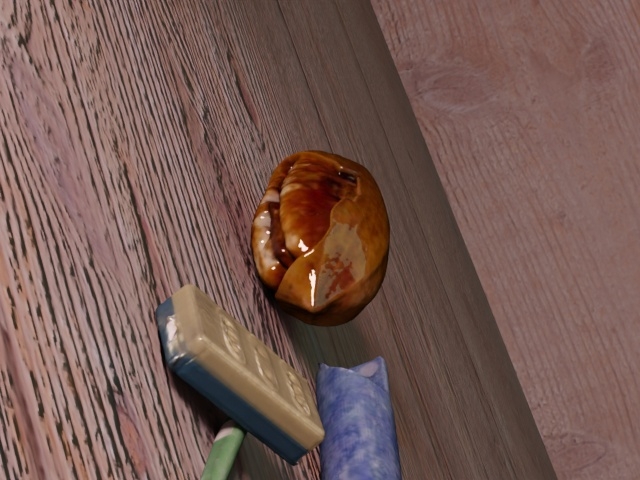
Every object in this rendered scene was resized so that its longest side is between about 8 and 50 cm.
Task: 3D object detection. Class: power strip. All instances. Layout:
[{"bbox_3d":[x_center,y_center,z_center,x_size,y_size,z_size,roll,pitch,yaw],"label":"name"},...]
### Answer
[{"bbox_3d":[-0.048,0.079,0.932,0.123,0.032,0.056,43,15,-35],"label":"power strip"}]

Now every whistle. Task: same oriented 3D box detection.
[{"bbox_3d":[0.030,0.177,1.101,0.062,0.062,0.304,61,11,-26],"label":"whistle"}]

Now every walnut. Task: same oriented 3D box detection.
[{"bbox_3d":[0.000,0.000,1.237,0.116,0.116,0.207,61,19,-27],"label":"walnut"}]

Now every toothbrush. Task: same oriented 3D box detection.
[{"bbox_3d":[-0.060,0.135,0.857,0.024,0.018,0.257,58,12,-8],"label":"toothbrush"}]
